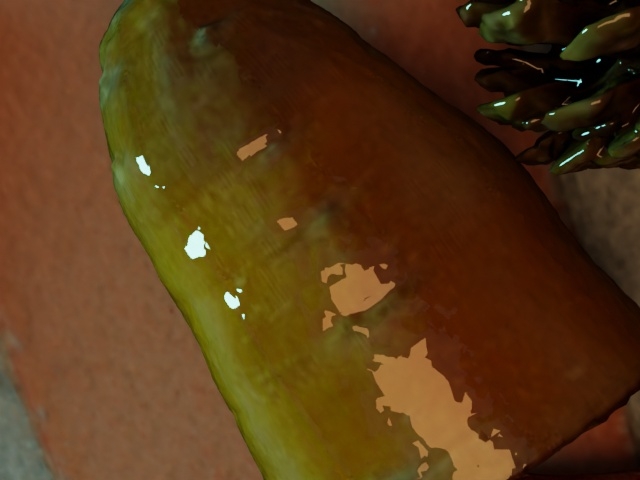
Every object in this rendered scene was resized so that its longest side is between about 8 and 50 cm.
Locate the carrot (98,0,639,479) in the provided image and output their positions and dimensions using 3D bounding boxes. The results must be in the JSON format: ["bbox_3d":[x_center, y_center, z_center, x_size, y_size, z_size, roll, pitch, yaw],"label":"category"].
[{"bbox_3d":[0.000,0.000,0.639,0.159,0.159,0.225,-38,92,15],"label":"carrot"}]

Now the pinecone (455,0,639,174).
[{"bbox_3d":[0.115,-0.096,0.583,0.173,0.173,0.173,1,109,4],"label":"pinecone"}]

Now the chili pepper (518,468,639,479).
[{"bbox_3d":[0.115,0.124,0.704,0.123,0.070,0.073,-4,66,8],"label":"chili pepper"}]
